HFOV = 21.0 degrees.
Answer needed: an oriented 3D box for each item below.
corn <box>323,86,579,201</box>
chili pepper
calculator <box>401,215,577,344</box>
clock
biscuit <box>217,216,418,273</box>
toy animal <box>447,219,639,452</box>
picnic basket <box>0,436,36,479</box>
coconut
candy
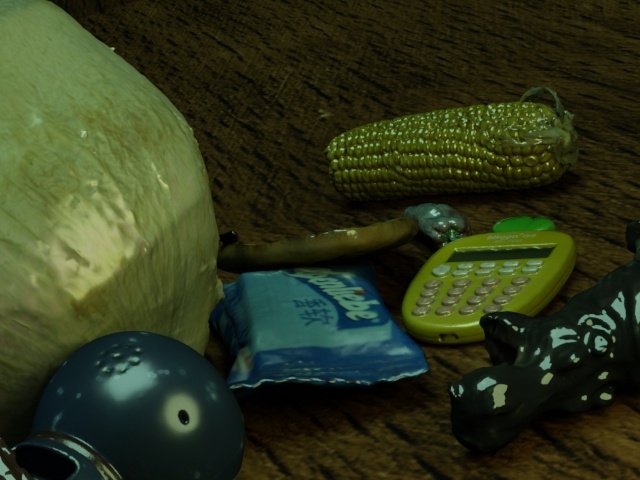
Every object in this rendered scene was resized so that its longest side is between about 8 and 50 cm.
[{"bbox_3d":[0.133,-0.095,1.865,0.293,0.106,0.106,-6,20,26],"label":"corn"},{"bbox_3d":[0.117,-0.018,1.745,0.050,0.041,0.153,25,8,-20],"label":"chili pepper"},{"bbox_3d":[0.157,0.034,1.581,0.146,0.032,0.235,-3,23,29],"label":"calculator"},{"bbox_3d":[-0.156,0.170,1.220,0.199,0.147,0.243,11,42,35],"label":"clock"},{"bbox_3d":[0.000,0.006,1.659,0.203,0.041,0.260,-4,-2,-14],"label":"biscuit"},{"bbox_3d":[0.254,0.062,1.330,0.343,0.106,0.168,-19,26,2],"label":"toy animal"},{"bbox_3d":[-0.251,0.236,1.007,0.222,0.129,0.297,-22,48,-22],"label":"picnic basket"},{"bbox_3d":[-0.256,0.022,1.433,0.404,0.405,0.404,-12,19,4],"label":"coconut"},{"bbox_3d":[-0.019,0.073,1.533,0.187,0.077,0.331,-8,17,-7],"label":"candy"}]
